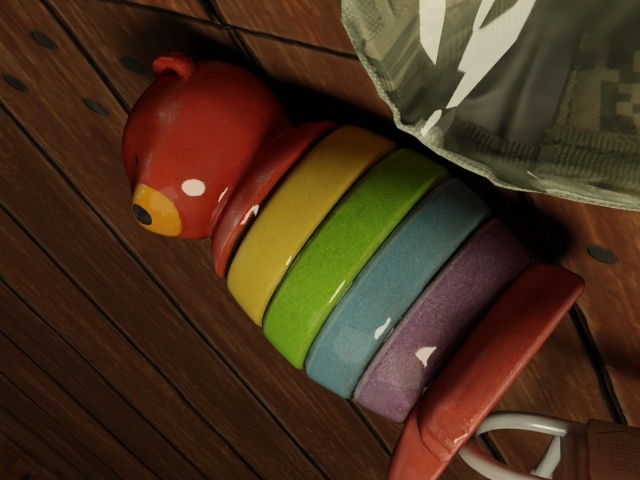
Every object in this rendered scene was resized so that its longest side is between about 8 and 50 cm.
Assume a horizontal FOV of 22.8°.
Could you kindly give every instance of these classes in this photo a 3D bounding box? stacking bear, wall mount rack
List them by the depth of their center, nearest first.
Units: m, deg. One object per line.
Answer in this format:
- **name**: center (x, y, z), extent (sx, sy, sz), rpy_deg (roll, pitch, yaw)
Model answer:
- **stacking bear**: center (0.000, 0.000, 0.972), extent (0.289, 0.164, 0.175), rpy_deg (38, 156, 9)
- **wall mount rack**: center (0.257, 0.197, 1.091), extent (0.350, 0.130, 0.304), rpy_deg (12, -163, 5)

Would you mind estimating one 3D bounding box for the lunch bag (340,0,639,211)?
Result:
- **lunch bag**: center (0.125, -0.140, 0.306), extent (0.169, 0.235, 0.287), rpy_deg (29, 161, -7)
